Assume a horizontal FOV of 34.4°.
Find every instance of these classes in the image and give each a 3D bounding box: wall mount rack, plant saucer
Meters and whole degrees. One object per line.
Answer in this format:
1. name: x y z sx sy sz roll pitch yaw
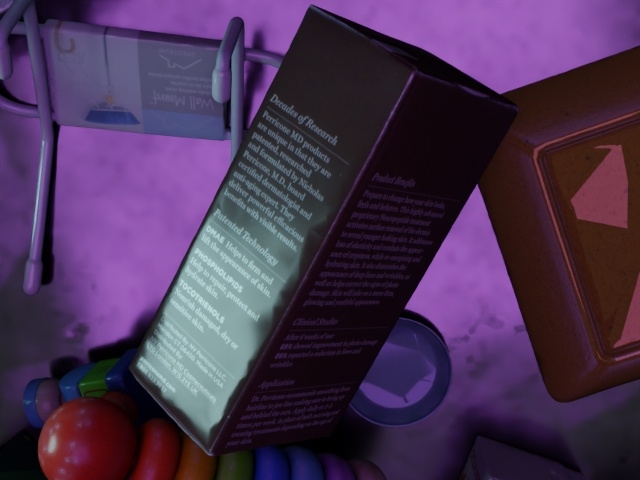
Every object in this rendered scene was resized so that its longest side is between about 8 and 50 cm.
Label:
1. wall mount rack: -0.187 -0.083 1.013 0.350 0.130 0.304 7 133 2
2. plant saucer: 0.344 -0.024 1.018 0.333 0.081 0.332 -19 99 6
3. plant saucer: 0.078 0.136 1.086 0.119 0.021 0.119 0 100 2

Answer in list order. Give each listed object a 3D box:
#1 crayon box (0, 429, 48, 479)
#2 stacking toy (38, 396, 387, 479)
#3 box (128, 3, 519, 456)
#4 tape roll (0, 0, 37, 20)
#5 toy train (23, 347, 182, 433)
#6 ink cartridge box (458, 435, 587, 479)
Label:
1. crayon box: -0.247 0.395 0.997 0.106 0.313 0.363 -41 96 9
2. stacking toy: -0.105 0.235 0.971 0.330 0.141 0.141 21 101 -19
3. box: 0.000 0.000 0.943 0.143 0.191 0.381 40 109 31
4. tape roll: -0.318 -0.252 0.906 0.275 0.275 0.090 -31 96 7
5. toy train: -0.208 0.240 1.087 0.143 0.105 0.248 -10 110 20
6. ink cartridge box: 0.192 0.315 1.058 0.127 0.128 0.176 22 99 -1
